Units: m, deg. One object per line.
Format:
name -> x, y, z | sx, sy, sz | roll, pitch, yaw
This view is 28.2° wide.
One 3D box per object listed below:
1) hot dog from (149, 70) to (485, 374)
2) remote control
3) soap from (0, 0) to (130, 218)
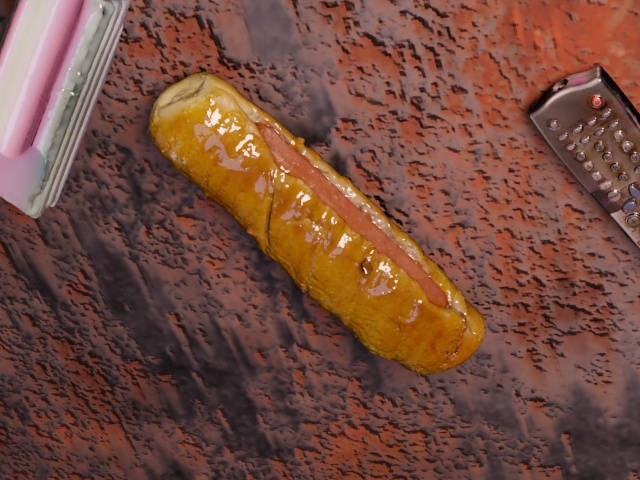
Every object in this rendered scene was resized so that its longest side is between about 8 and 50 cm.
hot dog -> 0.000, -0.002, 0.849 | 0.286, 0.061, 0.088 | 39, 137, -19
remote control -> 0.211, -0.024, 0.809 | 0.059, 0.028, 0.212 | -26, 120, 32
soap -> -0.168, -0.090, 0.777 | 0.056, 0.100, 0.149 | 24, 104, -2
